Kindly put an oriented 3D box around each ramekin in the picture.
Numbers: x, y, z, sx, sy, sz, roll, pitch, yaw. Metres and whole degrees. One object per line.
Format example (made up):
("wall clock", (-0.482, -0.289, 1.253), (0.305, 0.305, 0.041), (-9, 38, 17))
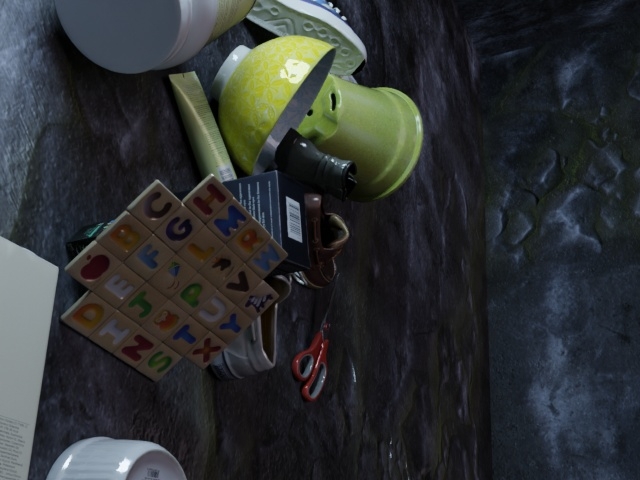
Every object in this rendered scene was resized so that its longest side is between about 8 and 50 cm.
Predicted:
("ramekin", (-0.260, 0.360, 1.175), (0.207, 0.109, 0.207), (38, 46, -56))

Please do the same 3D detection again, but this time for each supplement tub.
("supplement tub", (-0.240, -0.403, 1.383), (0.325, 0.236, 0.235), (-59, 133, -57))

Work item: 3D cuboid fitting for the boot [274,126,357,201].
("boot", (-0.013, -0.117, 1.780), (0.083, 0.161, 0.246), (-57, 174, -19))

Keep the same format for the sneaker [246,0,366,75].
("sneaker", (-0.022, -0.522, 1.931), (0.323, 0.130, 0.236), (28, 49, -18))

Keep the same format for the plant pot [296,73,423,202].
("plant pot", (0.046, -0.247, 1.975), (0.254, 0.276, 0.276), (19, 62, -51))

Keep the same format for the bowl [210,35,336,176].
("bowl", (-0.111, -0.278, 1.679), (0.156, 0.289, 0.289), (33, 30, 3))

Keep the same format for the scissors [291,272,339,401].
("scissors", (0.008, 0.207, 1.908), (0.109, 0.021, 0.297), (58, 39, -30))

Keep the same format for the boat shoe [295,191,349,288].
("boat shoe", (0.000, 0.000, 1.855), (0.342, 0.123, 0.123), (65, 24, -55))

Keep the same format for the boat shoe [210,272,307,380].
("boat shoe", (-0.096, 0.072, 1.601), (0.136, 0.157, 0.367), (57, 30, -43))

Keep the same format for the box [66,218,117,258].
("box", (-0.301, 0.010, 1.258), (0.052, 0.083, 0.062), (-60, 135, -56))

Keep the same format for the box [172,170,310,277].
("box", (-0.134, -0.015, 1.493), (0.108, 0.207, 0.153), (24, 59, -62))

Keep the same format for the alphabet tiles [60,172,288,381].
("alphabet tiles", (-0.200, 0.063, 1.294), (0.011, 0.285, 0.342), (45, -3, 40))

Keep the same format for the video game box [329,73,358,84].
("video game box", (0.047, -0.357, 2.248), (0.205, 0.048, 0.187), (45, 38, -52))

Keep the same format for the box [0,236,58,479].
("box", (-0.383, 0.142, 1.007), (0.113, 0.094, 0.275), (43, 42, -54))

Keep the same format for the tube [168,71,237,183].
("tube", (-0.207, -0.185, 1.597), (0.240, 0.062, 0.070), (71, -17, -8))
